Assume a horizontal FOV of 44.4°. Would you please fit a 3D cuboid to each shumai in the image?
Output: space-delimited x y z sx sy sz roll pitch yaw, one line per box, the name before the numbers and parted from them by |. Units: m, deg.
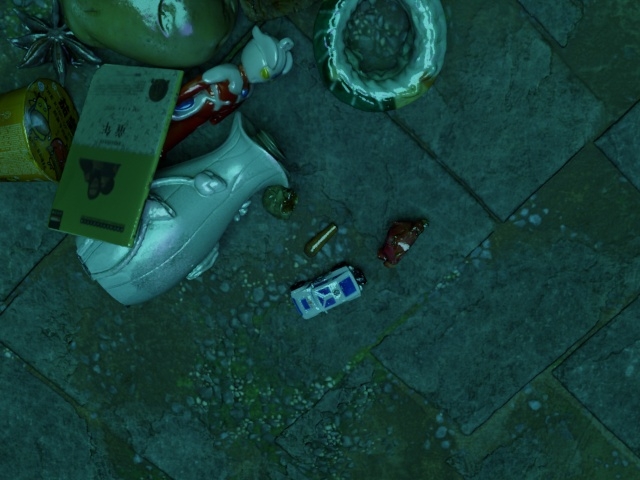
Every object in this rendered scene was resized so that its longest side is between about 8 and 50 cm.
shumai | -0.099 -0.523 1.490 0.218 0.184 0.185 -41 64 -12
shumai | -0.086 -0.076 1.660 0.082 0.080 0.083 1 109 3

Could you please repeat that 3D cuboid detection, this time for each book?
book | -0.392 -0.172 1.497 0.239 0.035 0.352 11 81 34

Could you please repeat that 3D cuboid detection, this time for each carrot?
carrot | 0.000 0.000 1.709 0.032 0.032 0.093 44 100 -11

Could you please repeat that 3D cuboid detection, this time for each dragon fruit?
dragon fruit | 0.167 -0.004 1.667 0.068 0.112 0.126 38 105 5

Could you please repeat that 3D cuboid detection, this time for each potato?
potato | -0.322 -0.460 1.475 0.326 0.221 0.243 18 115 -1

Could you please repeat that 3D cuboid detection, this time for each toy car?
toy car | 0.020 0.111 1.720 0.171 0.070 0.080 -24 104 9

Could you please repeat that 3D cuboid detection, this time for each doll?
doll | -0.212 -0.286 1.548 0.384 0.188 0.099 -34 79 17

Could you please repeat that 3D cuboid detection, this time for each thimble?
thimble | 0.111 -0.399 1.514 0.254 0.167 0.288 -4 108 1

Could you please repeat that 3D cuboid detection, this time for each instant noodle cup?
instant noodle cup | -0.604 -0.208 1.574 0.172 0.216 0.215 -7 107 12

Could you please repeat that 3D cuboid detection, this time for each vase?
vase | -0.270 -0.067 1.589 0.445 0.250 0.250 -36 103 4

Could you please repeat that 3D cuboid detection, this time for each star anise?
star anise | -0.529 -0.388 1.562 0.205 0.061 0.180 15 66 -3
